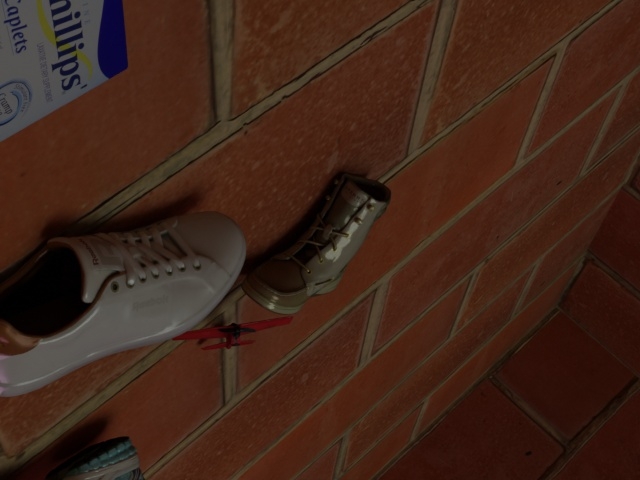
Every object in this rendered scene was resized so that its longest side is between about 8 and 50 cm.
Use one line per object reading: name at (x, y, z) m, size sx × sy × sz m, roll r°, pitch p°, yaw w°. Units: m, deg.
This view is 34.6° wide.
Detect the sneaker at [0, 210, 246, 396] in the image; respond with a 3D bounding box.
sneaker at (-0.175, 0.034, 0.919) m, size 0.290 × 0.106 × 0.123 m, roll -31°, pitch 157°, yaw -34°

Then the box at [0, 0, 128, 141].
box at (-0.193, -0.136, 0.620) m, size 0.137 × 0.072 × 0.126 m, roll -38°, pitch 158°, yaw -26°

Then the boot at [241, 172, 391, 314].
boot at (0.000, 0.000, 1.252) m, size 0.165 × 0.077 × 0.213 m, roll -56°, pitch 163°, yaw 23°

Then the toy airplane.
toy airplane at (-0.110, 0.117, 1.248) m, size 0.151 × 0.028 × 0.151 m, roll -9°, pitch 173°, yaw -1°

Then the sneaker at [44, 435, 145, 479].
sneaker at (-0.302, 0.336, 1.150) m, size 0.283 × 0.122 × 0.110 m, roll -29°, pitch -177°, yaw -37°
